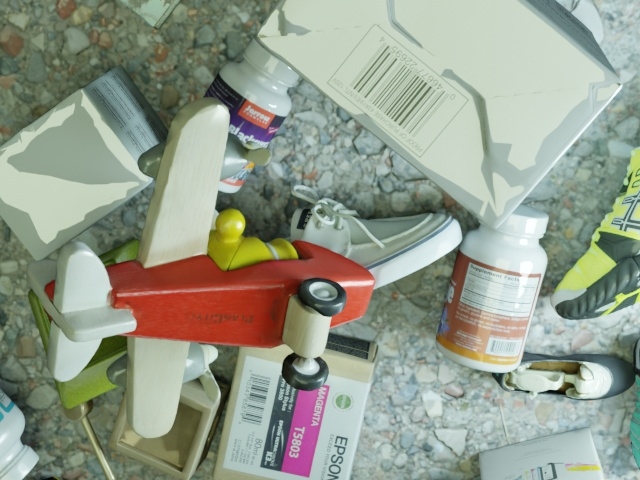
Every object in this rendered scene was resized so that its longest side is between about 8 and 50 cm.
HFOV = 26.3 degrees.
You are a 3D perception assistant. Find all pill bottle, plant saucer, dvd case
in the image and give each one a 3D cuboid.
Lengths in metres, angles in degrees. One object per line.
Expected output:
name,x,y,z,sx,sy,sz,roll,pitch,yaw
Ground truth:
pill bottle,0.236,0.059,1.846,0.121,0.121,0.216,13,103,1
plant saucer,-0.312,0.112,1.901,0.188,0.045,0.188,-25,72,11
pill bottle,-0.106,-0.169,1.818,0.108,0.108,0.193,32,106,-5
pill bottle,-0.524,0.247,1.950,0.146,0.146,0.264,-40,98,14
dvd case,-0.238,-0.351,1.828,0.119,0.013,0.087,39,105,-7

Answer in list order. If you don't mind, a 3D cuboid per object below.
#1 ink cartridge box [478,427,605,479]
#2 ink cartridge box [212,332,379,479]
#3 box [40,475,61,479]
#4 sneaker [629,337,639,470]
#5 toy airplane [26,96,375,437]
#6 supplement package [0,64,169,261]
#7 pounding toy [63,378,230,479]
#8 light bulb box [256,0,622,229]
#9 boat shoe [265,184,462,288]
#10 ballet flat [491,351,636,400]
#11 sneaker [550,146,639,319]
ink cartridge box,0.320,0.393,1.875,0.168,0.232,0.171,-14,104,9
ink cartridge box,-0.036,0.244,1.939,0.193,0.088,0.234,12,106,2
box,-0.368,0.547,2.002,0.257,0.079,0.322,26,108,25
sneaker,0.490,0.231,1.899,0.098,0.083,0.223,-10,115,-15
toy airplane,-0.175,0.045,1.711,0.386,0.272,0.384,-34,125,12
supplement package,-0.318,-0.105,1.805,0.194,0.203,0.149,-34,100,13
pounding toy,-0.257,0.257,1.964,0.206,0.094,0.181,23,111,8
light bulb box,0.143,-0.247,1.645,0.358,0.361,0.225,39,107,-6
boat shoe,0.001,-0.002,1.855,0.367,0.136,0.156,-18,100,19
ballet flat,0.339,0.193,1.903,0.203,0.074,0.074,6,106,3
sneaker,0.448,-0.041,1.815,0.385,0.145,0.147,-43,67,17
